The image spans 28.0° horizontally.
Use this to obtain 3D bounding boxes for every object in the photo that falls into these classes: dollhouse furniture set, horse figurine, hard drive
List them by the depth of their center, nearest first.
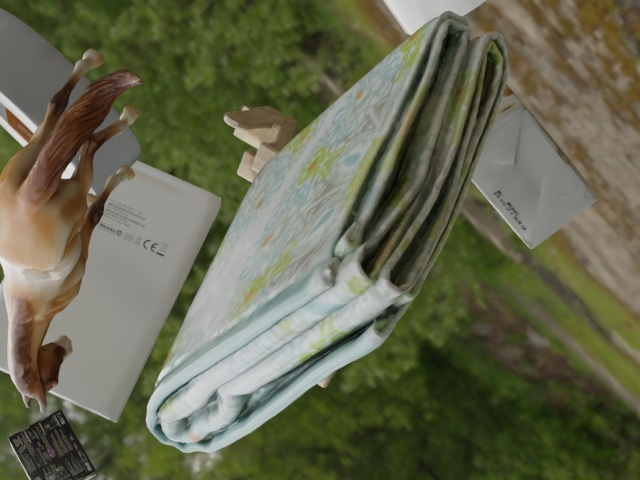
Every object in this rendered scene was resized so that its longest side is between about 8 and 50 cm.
[{"bbox_3d":[-0.179,-0.016,0.885,0.066,0.174,0.263,24,146,3],"label":"horse figurine"},{"bbox_3d":[-0.321,0.052,1.844,0.233,0.353,0.047,24,166,4],"label":"hard drive"},{"bbox_3d":[-0.074,0.016,1.975,0.303,0.356,0.173,31,-158,23],"label":"dollhouse furniture set"}]

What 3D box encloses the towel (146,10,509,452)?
[{"bbox_3d":[0.000,0.000,1.113,0.090,0.321,0.374,36,143,-15],"label":"towel"}]

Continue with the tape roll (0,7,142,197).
[{"bbox_3d":[-0.291,-0.141,1.351,0.219,0.072,0.219,40,167,11],"label":"tape roll"}]

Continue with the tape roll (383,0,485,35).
[{"bbox_3d":[0.186,-0.455,1.977,0.169,0.246,0.246,52,178,-19],"label":"tape roll"}]

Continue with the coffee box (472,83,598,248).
[{"bbox_3d":[0.216,-0.105,1.492,0.141,0.098,0.246,48,-170,-17],"label":"coffee box"}]

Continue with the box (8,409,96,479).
[{"bbox_3d":[-0.296,0.238,1.418,0.083,0.067,0.018,55,161,18],"label":"box"}]
